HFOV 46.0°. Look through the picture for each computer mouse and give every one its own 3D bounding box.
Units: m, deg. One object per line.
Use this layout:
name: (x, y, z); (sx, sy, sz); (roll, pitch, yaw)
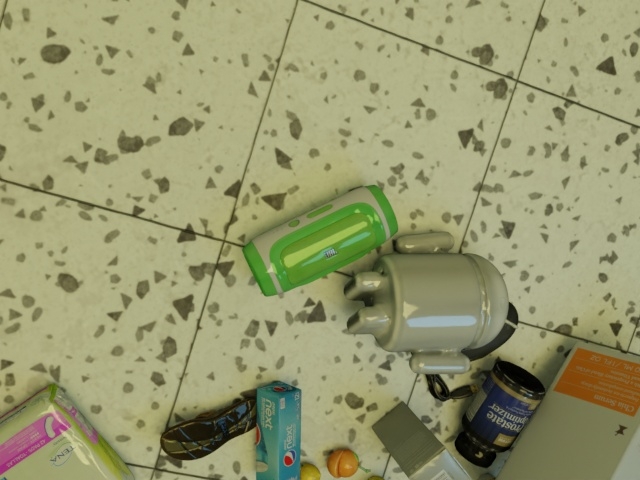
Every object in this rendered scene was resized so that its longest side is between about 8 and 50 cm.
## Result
computer mouse: (0.343, 0.255, 1.666); (0.262, 0.060, 0.184); (-22, 104, -9)

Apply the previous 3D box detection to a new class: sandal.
sandal: (-0.225, 0.381, 1.554); (0.219, 0.060, 0.089); (-24, 111, -24)

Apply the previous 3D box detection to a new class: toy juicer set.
toy juicer set: (-0.009, 0.593, 1.626); (0.329, 0.089, 0.209); (-41, 107, -3)

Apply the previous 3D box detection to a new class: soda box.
soda box: (-0.088, 0.407, 1.570); (0.067, 0.071, 0.209); (-8, 104, -46)

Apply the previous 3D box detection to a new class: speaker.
speaker: (0.000, 0.000, 1.501); (0.297, 0.131, 0.131); (-26, 105, -8)

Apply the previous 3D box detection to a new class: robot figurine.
robot figurine: (0.230, 0.124, 1.541); (0.354, 0.200, 0.299); (1, 76, -13)

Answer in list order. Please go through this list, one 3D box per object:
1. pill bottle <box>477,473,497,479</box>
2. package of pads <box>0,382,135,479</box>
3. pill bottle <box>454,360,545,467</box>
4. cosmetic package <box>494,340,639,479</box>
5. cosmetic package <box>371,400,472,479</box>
pill bottle: (0.400, 0.577, 1.710); (0.065, 0.116, 0.065); (-3, 101, -14)
package of pads: (-0.522, 0.453, 1.467); (0.229, 0.101, 0.296); (-34, 107, -5)
pill bottle: (0.388, 0.385, 1.659); (0.123, 0.123, 0.219); (21, 108, -17)
cosmetic package: (0.559, 0.453, 1.586); (0.453, 0.230, 0.161); (-52, 126, -21)
cosmetic package: (0.210, 0.450, 1.579); (0.107, 0.238, 0.127); (-39, 109, -2)
